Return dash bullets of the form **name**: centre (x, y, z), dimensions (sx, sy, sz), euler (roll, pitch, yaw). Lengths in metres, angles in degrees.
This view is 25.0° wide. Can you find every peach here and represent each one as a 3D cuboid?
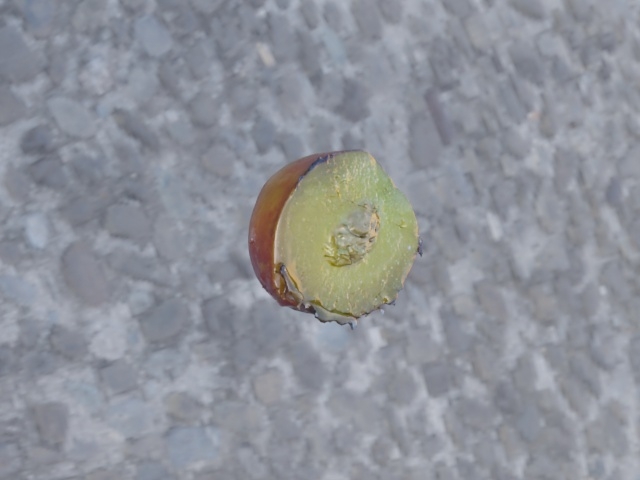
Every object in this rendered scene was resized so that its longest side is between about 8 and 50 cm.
- **peach**: centre (0.001, -0.001, 0.754), dimensions (0.098, 0.061, 0.098), euler (-5, 98, -37)
